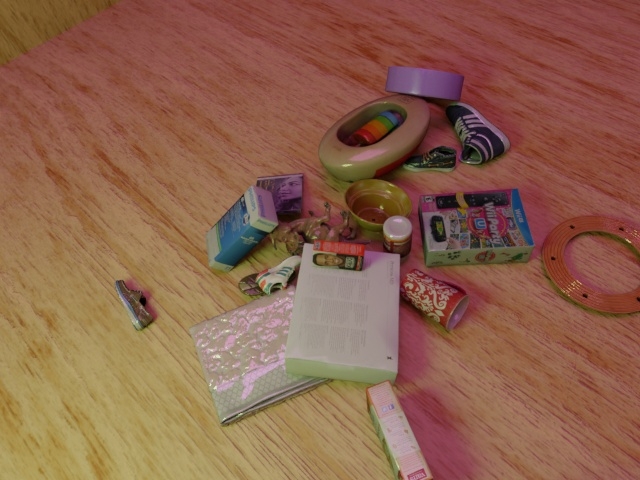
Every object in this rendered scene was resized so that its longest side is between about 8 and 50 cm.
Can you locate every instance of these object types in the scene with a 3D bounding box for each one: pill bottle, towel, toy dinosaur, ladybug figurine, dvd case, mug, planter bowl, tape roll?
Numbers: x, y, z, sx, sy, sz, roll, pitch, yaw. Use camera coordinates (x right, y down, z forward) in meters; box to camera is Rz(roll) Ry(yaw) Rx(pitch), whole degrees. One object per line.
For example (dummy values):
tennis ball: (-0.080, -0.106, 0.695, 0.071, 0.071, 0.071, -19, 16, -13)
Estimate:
pill bottle: (0.228, 0.003, 1.526, 0.085, 0.152, 0.086, -3, 54, 5)
towel: (-0.168, 0.304, 1.418, 0.331, 0.053, 0.317, -21, 54, -10)
toy dinosaur: (0.000, 0.000, 1.582, 0.295, 0.127, 0.201, 25, 66, 11)
ladybug figurine: (0.197, -0.342, 1.763, 0.449, 0.162, 0.305, -36, 47, -17)
dvd case: (-0.142, -0.158, 1.739, 0.164, 0.018, 0.221, -5, 38, 4)
mug: (0.321, 0.161, 1.448, 0.169, 0.150, 0.113, 31, 99, 30)
planter bowl: (0.175, -0.092, 1.630, 0.216, 0.091, 0.217, 4, 45, -4)
tape roll: (0.376, -0.569, 1.871, 0.274, 0.090, 0.275, 7, 17, -2)

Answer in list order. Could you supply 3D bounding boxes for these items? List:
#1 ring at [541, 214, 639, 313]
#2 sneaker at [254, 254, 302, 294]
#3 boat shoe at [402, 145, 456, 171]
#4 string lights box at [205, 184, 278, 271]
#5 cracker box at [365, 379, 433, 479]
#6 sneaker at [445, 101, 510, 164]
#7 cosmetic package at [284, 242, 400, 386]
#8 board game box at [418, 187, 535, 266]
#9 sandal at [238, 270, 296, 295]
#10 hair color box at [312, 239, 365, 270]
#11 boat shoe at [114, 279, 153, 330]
ring: (0.814, 0.066, 1.485, 0.336, 0.032, 0.337, -3, 54, 4)
sneaker: (-0.109, 0.106, 1.515, 0.161, 0.057, 0.075, -26, 65, -26)
boat shoe: (0.373, -0.284, 1.761, 0.183, 0.083, 0.065, 2, 54, 9)
string lights box: (-0.245, -0.033, 1.563, 0.259, 0.076, 0.134, -40, 47, 30)
cracker box: (0.177, 0.464, 1.193, 0.067, 0.156, 0.232, -19, 54, -7)
sneaker: (0.508, -0.374, 1.801, 0.153, 0.099, 0.282, -32, 60, -18)
cosmetic package: (0.070, 0.191, 1.407, 0.284, 0.098, 0.378, 6, 50, 4)
board game box: (0.462, -0.040, 1.565, 0.302, 0.098, 0.224, -3, 54, 4)
sandal: (-0.159, 0.129, 1.552, 0.180, 0.049, 0.072, -17, 58, -24)
hair color box: (0.049, 0.042, 1.425, 0.141, 0.072, 0.043, 6, 48, 3)
boat shoe: (-0.559, 0.185, 1.550, 0.066, 0.066, 0.183, -28, 65, -19)
